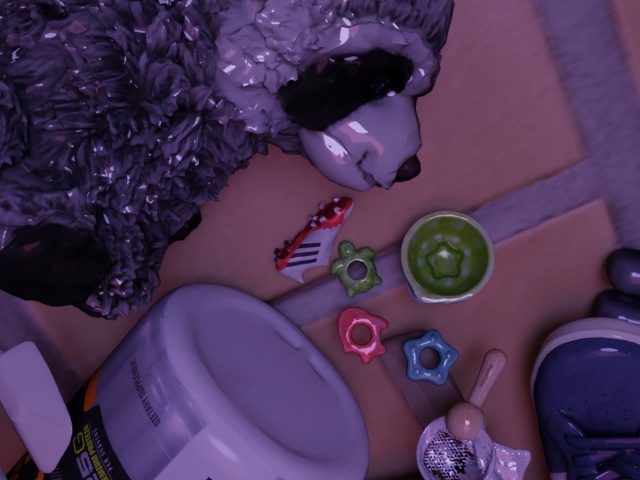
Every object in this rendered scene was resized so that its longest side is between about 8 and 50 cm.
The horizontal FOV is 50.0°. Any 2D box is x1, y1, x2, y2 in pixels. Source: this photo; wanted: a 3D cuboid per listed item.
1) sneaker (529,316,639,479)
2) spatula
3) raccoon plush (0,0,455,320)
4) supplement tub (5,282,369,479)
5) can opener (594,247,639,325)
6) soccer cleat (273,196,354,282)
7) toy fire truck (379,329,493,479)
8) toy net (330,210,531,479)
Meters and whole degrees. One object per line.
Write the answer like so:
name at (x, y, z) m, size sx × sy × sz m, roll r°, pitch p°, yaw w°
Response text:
sneaker at (0.238, 0.230, 0.522) m, size 0.131 × 0.148 × 0.350 m, roll -9°, pitch 114°, yaw 28°
spatula at (-0.271, 0.103, 0.500) m, size 0.242 × 0.019 × 0.168 m, roll 46°, pitch 111°, yaw 29°
raccoon plush at (-0.133, -0.168, 0.375) m, size 0.446 × 0.216 × 0.299 m, roll 42°, pitch 99°, yaw -14°
supplement tub at (-0.130, 0.200, 0.515) m, size 0.193 × 0.194 × 0.316 m, roll 38°, pitch 107°, yaw -13°
can opener at (0.352, 0.061, 0.514) m, size 0.280 × 0.093 × 0.074 m, roll 9°, pitch 110°, yaw 7°
soccer cleat at (0.000, 0.000, 0.522) m, size 0.035 × 0.029 × 0.083 m, roll 39°, pitch 111°, yaw -22°
toy fire truck at (0.064, 0.218, 0.562) m, size 0.216 × 0.158 × 0.247 m, roll -13°, pitch 68°, yaw 7°
toy net at (0.082, 0.100, 0.495) m, size 0.122 × 0.045 × 0.232 m, roll -12°, pitch 78°, yaw 0°
